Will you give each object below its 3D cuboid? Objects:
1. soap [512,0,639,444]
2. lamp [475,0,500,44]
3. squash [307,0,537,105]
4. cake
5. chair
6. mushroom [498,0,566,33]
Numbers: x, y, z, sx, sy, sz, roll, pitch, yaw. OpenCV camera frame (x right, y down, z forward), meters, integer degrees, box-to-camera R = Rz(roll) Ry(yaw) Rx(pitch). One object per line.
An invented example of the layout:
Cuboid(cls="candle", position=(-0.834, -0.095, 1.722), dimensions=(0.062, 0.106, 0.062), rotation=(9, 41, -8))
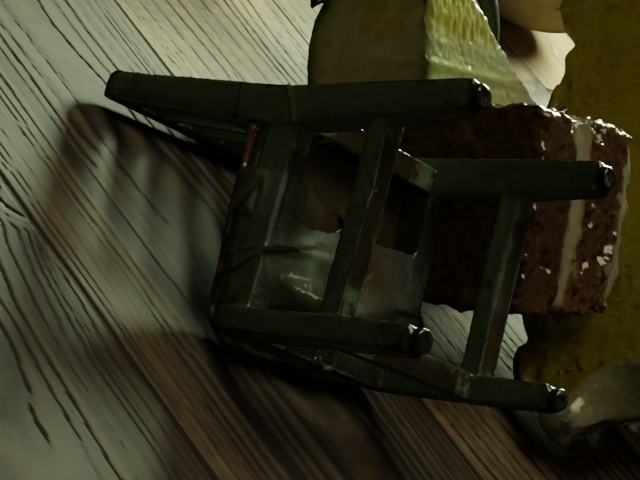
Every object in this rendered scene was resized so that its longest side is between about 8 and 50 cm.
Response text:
Cuboid(cls="soap", position=(0.213, -0.047, 1.237), dimensions=(0.304, 0.169, 0.338), rotation=(5, 71, -63))
Cuboid(cls="lamp", position=(0.063, -0.219, 1.478), dimensions=(0.283, 0.124, 0.203), rotation=(36, 22, -23))
Cuboid(cls="squash", position=(0.099, -0.100, 1.323), dimensions=(0.289, 0.111, 0.203), rotation=(-4, 91, -59))
Cuboid(cls="cake", position=(0.103, -0.017, 1.110), dimensions=(0.135, 0.134, 0.147), rotation=(10, -2, 32))
Cuboid(cls="chair", position=(0.000, 0.000, 0.979), dimensions=(0.270, 0.147, 0.136), rotation=(5, -14, 42))
Cuboid(cls="mushroom", position=(0.229, -0.392, 1.861), dimensions=(0.353, 0.353, 0.325), rotation=(33, 9, -29))
